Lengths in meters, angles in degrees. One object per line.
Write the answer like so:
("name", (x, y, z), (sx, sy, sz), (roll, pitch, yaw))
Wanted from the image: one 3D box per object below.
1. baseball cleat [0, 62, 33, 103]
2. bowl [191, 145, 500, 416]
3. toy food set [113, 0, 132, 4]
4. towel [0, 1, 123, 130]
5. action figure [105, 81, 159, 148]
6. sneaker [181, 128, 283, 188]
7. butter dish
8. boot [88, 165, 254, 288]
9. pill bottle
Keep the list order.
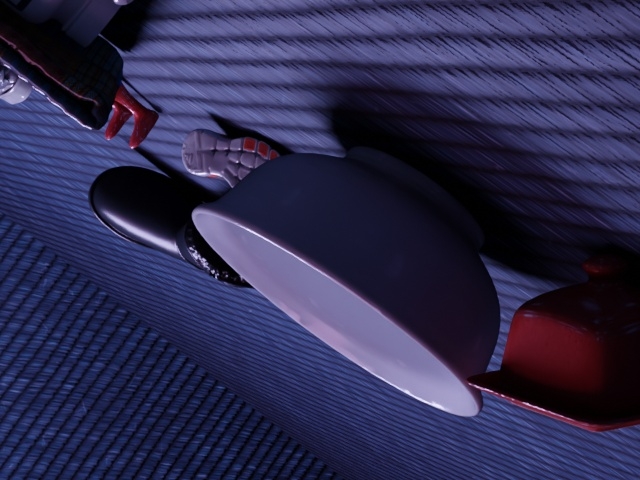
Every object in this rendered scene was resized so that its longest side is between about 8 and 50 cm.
("baseball cleat", (-0.387, -0.218, 1.933), (0.109, 0.072, 0.206), (21, 172, 2))
("bowl", (0.046, 0.013, 1.409), (0.298, 0.134, 0.298), (34, 169, 7))
("toy food set", (-0.088, -0.196, 1.000), (0.104, 0.111, 0.232), (35, 166, 2))
("towel", (-0.284, -0.210, 1.440), (0.271, 0.040, 0.370), (38, -175, -12))
("action figure", (-0.308, -0.171, 1.698), (0.091, 0.139, 0.280), (18, 157, 53))
("sneaker", (-0.065, -0.074, 1.623), (0.158, 0.061, 0.065), (27, -167, 39))
("butter dish", (0.213, 0.069, 1.231), (0.159, 0.118, 0.160), (-5, -170, -32))
("boot", (-0.157, -0.019, 1.954), (0.246, 0.094, 0.207), (30, 173, -7))
("pill bottle", (-0.234, -0.233, 1.315), (0.169, 0.094, 0.094), (39, 168, -15))
